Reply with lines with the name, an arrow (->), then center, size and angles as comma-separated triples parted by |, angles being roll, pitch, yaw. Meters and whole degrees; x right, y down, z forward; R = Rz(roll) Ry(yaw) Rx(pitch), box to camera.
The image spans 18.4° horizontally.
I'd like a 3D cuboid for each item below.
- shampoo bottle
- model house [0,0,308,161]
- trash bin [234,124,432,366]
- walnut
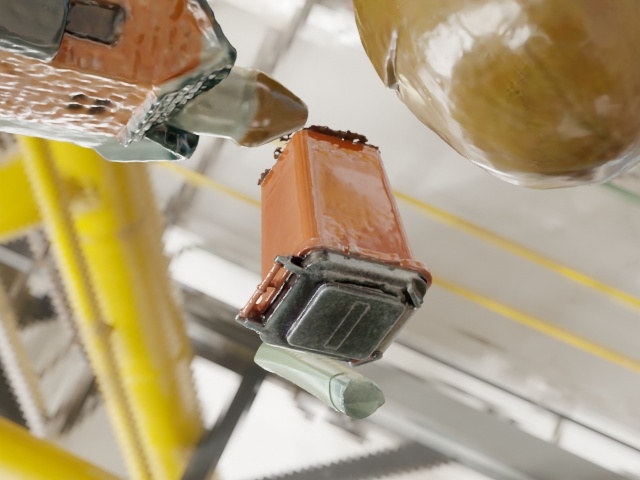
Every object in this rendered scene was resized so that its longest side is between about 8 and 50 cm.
shampoo bottle -> -0.003, 0.158, 2.309 | 0.072, 0.212, 0.049 | 26, -92, -30
model house -> -0.147, -0.164, 1.510 | 0.271, 0.301, 0.190 | 142, 139, -64
trash bin -> 0.000, 0.000, 2.177 | 0.161, 0.184, 0.239 | -55, 33, 39
walnut -> 0.121, -0.154, 1.272 | 0.203, 0.298, 0.203 | -14, -50, -17
